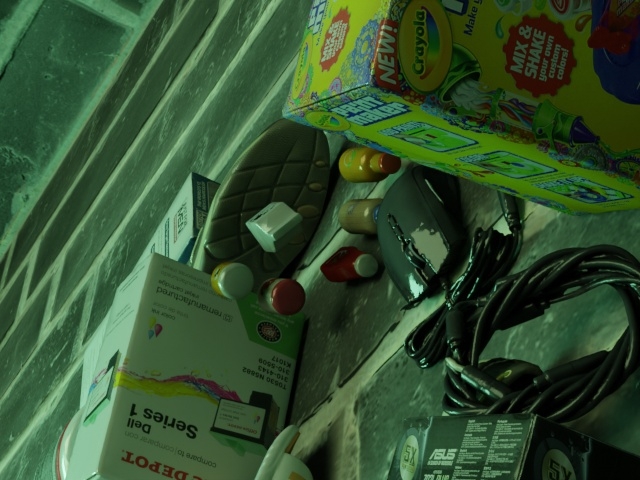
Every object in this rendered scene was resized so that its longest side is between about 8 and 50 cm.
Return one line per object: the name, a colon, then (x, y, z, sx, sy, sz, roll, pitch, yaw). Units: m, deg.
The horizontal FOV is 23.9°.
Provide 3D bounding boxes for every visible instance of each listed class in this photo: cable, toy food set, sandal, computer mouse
cable: (0.167, 0.073, 1.115, 0.184, 0.047, 0.151, -15, 38, 32)
toy food set: (0.000, 0.000, 1.613, 0.232, 0.111, 0.104, -38, 13, -17)
sandal: (-0.055, 0.303, 1.478, 0.102, 0.076, 0.265, 111, -177, -49)
computer mouse: (0.112, -0.022, 1.444, 0.184, 0.060, 0.262, -55, 23, 32)

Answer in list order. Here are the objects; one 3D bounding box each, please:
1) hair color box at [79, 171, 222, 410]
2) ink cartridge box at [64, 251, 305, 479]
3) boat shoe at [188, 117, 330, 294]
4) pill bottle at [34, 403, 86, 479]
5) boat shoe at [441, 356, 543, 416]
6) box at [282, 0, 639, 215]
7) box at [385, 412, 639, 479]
hair color box: (-0.212, 0.097, 2.092, 0.347, 0.105, 0.174, -57, 21, 26)
ink cartridge box: (-0.147, 0.185, 1.672, 0.117, 0.201, 0.278, -41, 31, 51)
boat shoe: (-0.104, 0.005, 1.877, 0.355, 0.132, 0.130, -63, 20, 5)
pill bottle: (-0.254, 0.296, 1.843, 0.318, 0.176, 0.176, 135, 153, -63)
boat shoe: (0.111, 0.195, 1.162, 0.228, 0.081, 0.068, -68, 15, -13)
box: (0.156, -0.198, 1.157, 0.177, 0.279, 0.290, -7, 68, 68)
box: (0.145, 0.175, 0.998, 0.180, 0.147, 0.078, -18, 51, 66)
